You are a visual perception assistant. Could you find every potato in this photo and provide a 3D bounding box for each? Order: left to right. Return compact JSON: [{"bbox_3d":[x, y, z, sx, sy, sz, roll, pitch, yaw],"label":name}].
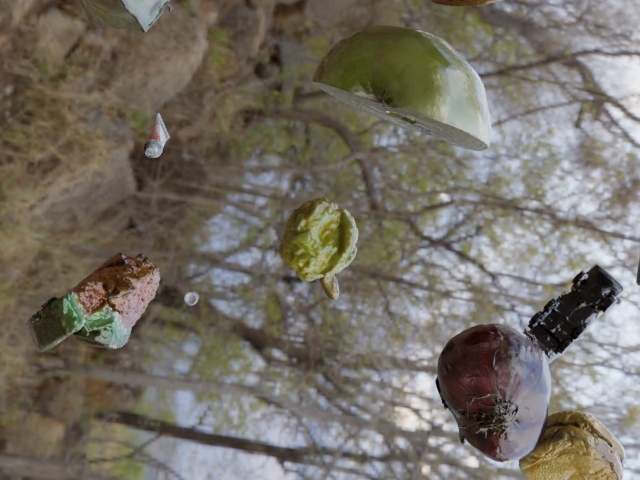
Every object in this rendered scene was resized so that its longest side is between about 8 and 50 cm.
[{"bbox_3d":[0.022,0.108,2.562,0.045,0.092,0.046,-14,-163,41],"label":"potato"}]

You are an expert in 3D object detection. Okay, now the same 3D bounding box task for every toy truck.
[{"bbox_3d":[0.534,0.167,2.132,0.242,0.101,0.125,-40,158,-10],"label":"toy truck"}]

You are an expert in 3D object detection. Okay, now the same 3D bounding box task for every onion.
[{"bbox_3d":[0.346,0.295,1.938,0.281,0.221,0.281,-19,90,-78],"label":"onion"}]

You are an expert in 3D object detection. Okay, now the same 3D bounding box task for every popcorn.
[{"bbox_3d":[-0.004,-0.001,2.327,0.155,0.197,0.198,165,-65,-73],"label":"popcorn"}]

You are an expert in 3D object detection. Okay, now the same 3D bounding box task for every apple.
[{"bbox_3d":[0.180,-0.290,2.060,0.311,0.360,0.320,-28,-107,22],"label":"apple"}]

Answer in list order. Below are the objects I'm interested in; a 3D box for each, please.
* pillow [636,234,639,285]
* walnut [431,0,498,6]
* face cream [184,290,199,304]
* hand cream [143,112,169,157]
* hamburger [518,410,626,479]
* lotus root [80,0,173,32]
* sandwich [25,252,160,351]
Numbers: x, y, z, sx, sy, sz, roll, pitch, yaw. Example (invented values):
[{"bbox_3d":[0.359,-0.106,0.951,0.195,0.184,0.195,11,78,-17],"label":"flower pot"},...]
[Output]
[{"bbox_3d":[0.737,0.038,2.208,0.091,0.055,0.136,10,-90,43],"label":"pillow"},{"bbox_3d":[0.296,-0.524,1.932,0.167,0.211,0.087,-55,138,-38],"label":"walnut"},{"bbox_3d":[-0.329,0.147,2.551,0.130,0.034,0.034,177,-77,-86],"label":"face cream"},{"bbox_3d":[-0.341,-0.215,2.075,0.216,0.038,0.052,-97,-164,-69],"label":"hand cream"},{"bbox_3d":[0.520,0.450,2.065,0.108,0.213,0.214,-58,176,-43],"label":"hamburger"},{"bbox_3d":[-0.299,-0.470,1.510,0.260,0.149,0.267,20,-111,40],"label":"lotus root"},{"bbox_3d":[-0.436,0.140,2.003,0.301,0.162,0.250,-39,-173,-38],"label":"sandwich"}]
